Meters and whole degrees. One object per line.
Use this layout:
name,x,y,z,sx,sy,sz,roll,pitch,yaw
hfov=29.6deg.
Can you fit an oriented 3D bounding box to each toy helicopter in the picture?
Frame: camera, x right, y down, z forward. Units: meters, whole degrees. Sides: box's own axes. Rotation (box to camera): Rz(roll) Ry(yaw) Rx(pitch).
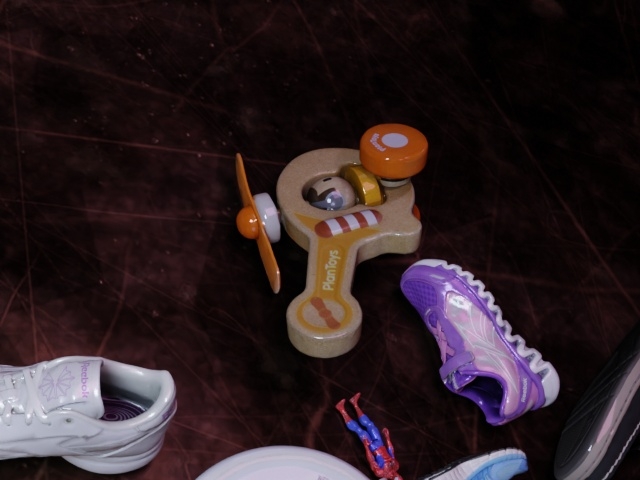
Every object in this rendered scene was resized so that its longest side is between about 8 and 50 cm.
toy helicopter,0.000,0.000,1.413,0.235,0.140,0.355,5,39,3

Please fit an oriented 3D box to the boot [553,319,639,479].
boot,0.469,0.246,1.495,0.284,0.138,0.377,42,42,6

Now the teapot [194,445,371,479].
teapot,-0.045,0.321,1.117,0.252,0.187,0.256,-14,66,-18

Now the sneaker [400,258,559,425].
sneaker,0.175,0.127,1.454,0.104,0.095,0.236,-36,79,-33

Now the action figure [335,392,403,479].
action figure,0.060,0.226,1.358,0.038,0.030,0.115,-15,67,-41

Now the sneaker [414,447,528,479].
sneaker,0.171,0.283,1.365,0.162,0.063,0.073,-17,83,-31

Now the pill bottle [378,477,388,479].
pill bottle,0.100,0.350,1.225,0.117,0.117,0.215,-27,72,-39

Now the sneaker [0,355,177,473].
sneaker,-0.283,0.148,1.149,0.305,0.152,0.114,4,57,-24
